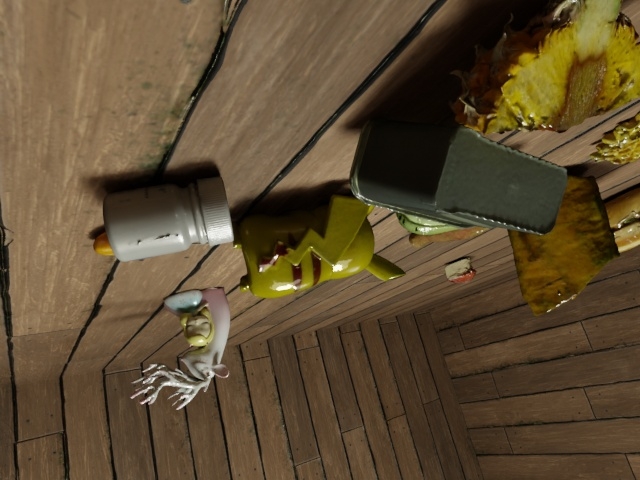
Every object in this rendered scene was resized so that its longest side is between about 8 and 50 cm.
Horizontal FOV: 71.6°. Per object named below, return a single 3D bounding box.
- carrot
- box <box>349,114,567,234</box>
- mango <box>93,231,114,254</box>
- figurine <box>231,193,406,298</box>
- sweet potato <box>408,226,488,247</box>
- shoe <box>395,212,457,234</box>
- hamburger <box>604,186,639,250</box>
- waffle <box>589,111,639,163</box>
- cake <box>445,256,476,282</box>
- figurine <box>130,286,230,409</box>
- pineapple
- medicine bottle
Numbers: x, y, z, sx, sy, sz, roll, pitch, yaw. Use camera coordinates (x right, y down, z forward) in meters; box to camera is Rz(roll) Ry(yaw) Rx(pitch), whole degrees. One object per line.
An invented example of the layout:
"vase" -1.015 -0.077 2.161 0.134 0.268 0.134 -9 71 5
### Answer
"carrot" 0.616 -0.002 1.142 0.242 0.340 0.241 -14 180 0
"box" 0.199 -0.080 0.624 0.274 0.138 0.178 8 -170 -28
"mango" -0.352 0.005 0.764 0.089 0.046 0.060 -17 164 21
"figurine" -0.007 0.002 0.859 0.327 0.218 0.169 -15 -155 -22
"sweet potato" 0.344 -0.051 1.082 0.109 0.109 0.385 -9 163 -20
"shoe" 0.271 -0.086 0.837 0.262 0.140 0.128 -17 159 -2
"hamburger" 1.057 -0.071 1.480 0.284 0.174 0.304 -8 161 -29
"waffle" 0.697 -0.227 0.905 0.229 0.051 0.231 -3 159 -26
"cake" 0.624 0.126 1.893 0.117 0.086 0.220 -25 160 36
"figurine" -0.392 0.314 1.259 0.284 0.315 0.206 -6 156 -23
"pineapple" 0.243 -0.219 0.500 0.250 0.140 0.164 -23 121 -12
"medicine bottle" -0.220 -0.033 0.656 0.168 0.105 0.105 -11 163 -12
